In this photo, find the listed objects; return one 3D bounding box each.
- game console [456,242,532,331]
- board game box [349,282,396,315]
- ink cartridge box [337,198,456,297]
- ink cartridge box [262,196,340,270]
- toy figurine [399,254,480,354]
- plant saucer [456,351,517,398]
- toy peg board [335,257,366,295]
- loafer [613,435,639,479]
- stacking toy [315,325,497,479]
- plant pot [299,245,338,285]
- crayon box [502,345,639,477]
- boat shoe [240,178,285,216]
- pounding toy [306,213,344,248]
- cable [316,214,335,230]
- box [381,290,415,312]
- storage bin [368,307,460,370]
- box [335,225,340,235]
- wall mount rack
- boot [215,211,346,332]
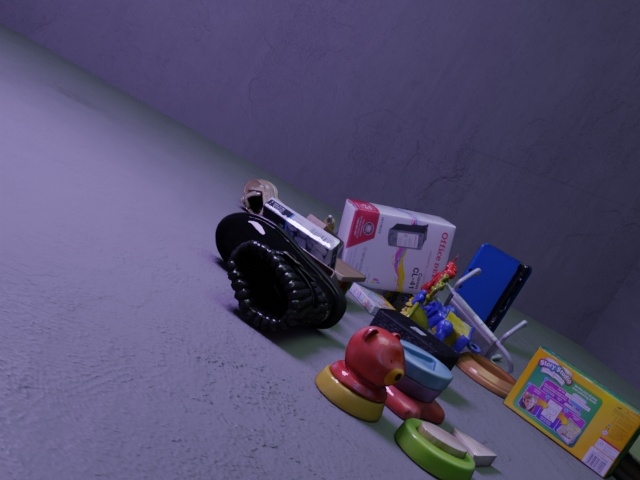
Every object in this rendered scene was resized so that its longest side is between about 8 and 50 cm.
[{"bbox_3d":[0.576,0.174,2.500,0.173,0.293,0.250,33,8,19],"label":"game console"},{"bbox_3d":[0.150,0.171,1.942,0.103,0.026,0.154,26,9,-26],"label":"board game box"},{"bbox_3d":[0.203,0.024,2.060,0.306,0.226,0.131,10,12,-13],"label":"ink cartridge box"},{"bbox_3d":[-0.054,0.031,1.696,0.206,0.208,0.045,33,51,23],"label":"ink cartridge box"},{"bbox_3d":[0.337,0.205,1.840,0.217,0.191,0.362,46,20,4],"label":"toy figurine"},{"bbox_3d":[0.438,0.346,1.873,0.200,0.037,0.200,29,8,-4],"label":"plant saucer"},{"bbox_3d":[0.007,0.081,1.803,0.161,0.079,0.160,33,10,22],"label":"toy peg board"},{"bbox_3d":[0.721,0.483,1.714,0.134,0.130,0.366,23,11,-44],"label":"loafer"},{"bbox_3d":[0.176,0.250,1.191,0.279,0.130,0.309,34,9,28],"label":"stacking toy"},{"bbox_3d":[-0.023,0.096,1.544,0.109,0.109,0.096,35,-4,29],"label":"plant pot"},{"bbox_3d":[0.587,0.390,1.675,0.278,0.165,0.081,36,10,33],"label":"crayon box"},{"bbox_3d":[-0.195,-0.129,2.276,0.098,0.109,0.302,27,14,-31],"label":"boat shoe"},{"bbox_3d":[-0.038,0.010,1.961,0.100,0.141,0.130,37,-4,40],"label":"pounding toy"},{"bbox_3d":[0.000,0.000,2.307,0.072,0.139,0.287,61,1,25],"label":"cable"},{"bbox_3d":[0.231,0.162,2.169,0.054,0.059,0.169,28,8,-12],"label":"box"},{"bbox_3d":[0.191,0.228,1.545,0.180,0.084,0.122,36,10,29],"label":"storage bin"},{"bbox_3d":[0.200,0.065,2.330,0.307,0.076,0.242,26,-5,15],"label":"box"},{"bbox_3d":[0.468,0.245,2.150,0.350,0.130,0.304,51,-23,21],"label":"wall mount rack"},{"bbox_3d":[-0.120,0.045,1.376,0.348,0.131,0.260,35,9,24],"label":"boot"}]
